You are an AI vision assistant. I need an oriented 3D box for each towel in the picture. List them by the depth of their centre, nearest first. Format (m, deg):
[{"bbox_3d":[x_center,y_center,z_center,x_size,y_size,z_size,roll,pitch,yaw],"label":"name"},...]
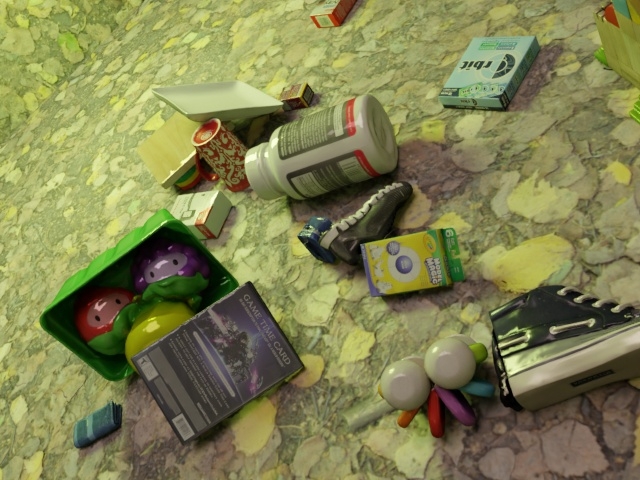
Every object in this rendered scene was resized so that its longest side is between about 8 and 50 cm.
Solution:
[{"bbox_3d":[-0.489,0.402,1.481,0.119,0.029,0.067,-30,43,13],"label":"towel"}]

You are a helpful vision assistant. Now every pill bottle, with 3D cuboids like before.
[{"bbox_3d":[-0.004,-0.192,1.514,0.318,0.176,0.176,-16,47,26],"label":"pill bottle"}]

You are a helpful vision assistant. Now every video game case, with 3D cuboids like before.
[{"bbox_3d":[-0.198,0.233,1.298,0.274,0.026,0.196,-33,83,-1],"label":"video game case"}]

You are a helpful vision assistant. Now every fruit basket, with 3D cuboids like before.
[{"bbox_3d":[-0.358,0.157,1.425,0.392,0.283,0.392,-25,35,19],"label":"fruit basket"}]

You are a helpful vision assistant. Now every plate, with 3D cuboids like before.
[{"bbox_3d":[-0.280,-0.371,1.827,0.277,0.045,0.278,-12,30,-31],"label":"plate"}]

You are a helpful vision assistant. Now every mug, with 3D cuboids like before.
[{"bbox_3d":[-0.255,-0.209,1.725,0.150,0.169,0.113,-36,42,6],"label":"mug"}]

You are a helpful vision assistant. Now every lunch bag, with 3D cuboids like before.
[{"bbox_3d":[0.000,0.000,1.402,0.067,0.098,0.065,6,54,51],"label":"lunch bag"}]

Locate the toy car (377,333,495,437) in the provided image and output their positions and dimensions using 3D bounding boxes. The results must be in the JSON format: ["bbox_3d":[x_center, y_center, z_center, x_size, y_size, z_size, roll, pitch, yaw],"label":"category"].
[{"bbox_3d":[0.187,0.230,1.050,0.182,0.159,0.136,-29,77,13],"label":"toy car"}]

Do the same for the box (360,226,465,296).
[{"bbox_3d":[0.169,0.040,1.245,0.179,0.043,0.105,-13,88,27],"label":"box"}]

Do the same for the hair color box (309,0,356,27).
[{"bbox_3d":[0.051,-0.710,2.015,0.093,0.053,0.167,10,61,43],"label":"hair color box"}]

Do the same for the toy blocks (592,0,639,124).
[{"bbox_3d":[0.580,-0.352,1.144,0.190,0.261,0.381,-33,41,10],"label":"toy blocks"}]

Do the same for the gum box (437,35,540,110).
[{"bbox_3d":[0.368,-0.367,1.486,0.157,0.041,0.184,15,66,44],"label":"gum box"}]

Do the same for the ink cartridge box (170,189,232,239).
[{"bbox_3d":[-0.313,-0.061,1.722,0.150,0.063,0.109,-4,53,34],"label":"ink cartridge box"}]

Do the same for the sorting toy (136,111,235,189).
[{"bbox_3d":[-0.368,-0.267,1.923,0.255,0.089,0.257,-43,42,-1],"label":"sorting toy"}]

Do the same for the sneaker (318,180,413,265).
[{"bbox_3d":[0.114,-0.028,1.365,0.234,0.078,0.106,-36,73,-22],"label":"sneaker"}]

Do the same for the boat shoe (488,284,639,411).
[{"bbox_3d":[0.400,0.116,0.974,0.340,0.127,0.158,-24,51,20],"label":"boat shoe"}]

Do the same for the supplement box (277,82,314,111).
[{"bbox_3d":[-0.067,-0.386,1.831,0.083,0.043,0.055,-2,55,36],"label":"supplement box"}]
